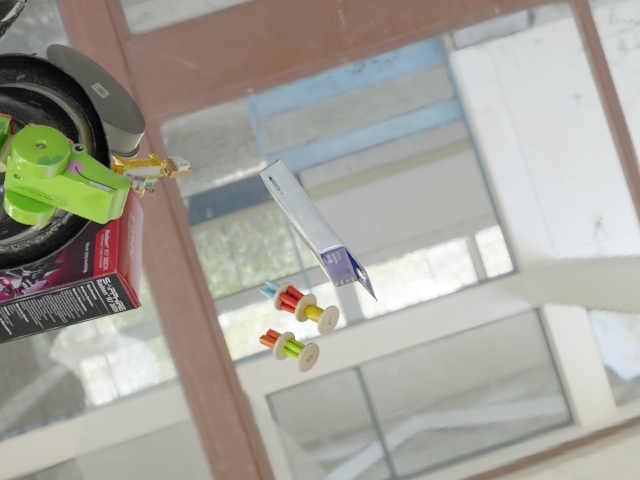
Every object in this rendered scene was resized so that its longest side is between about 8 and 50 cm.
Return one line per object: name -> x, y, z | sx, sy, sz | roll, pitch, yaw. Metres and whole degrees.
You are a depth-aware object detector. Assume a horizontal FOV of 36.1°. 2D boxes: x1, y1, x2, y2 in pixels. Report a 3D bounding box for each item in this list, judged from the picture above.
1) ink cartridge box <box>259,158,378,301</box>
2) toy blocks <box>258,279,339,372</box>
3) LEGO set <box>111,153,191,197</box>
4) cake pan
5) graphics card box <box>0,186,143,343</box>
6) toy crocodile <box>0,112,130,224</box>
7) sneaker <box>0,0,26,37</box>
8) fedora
ink cartridge box -> 0.000, 0.000, 1.541 | 0.045, 0.224, 0.223 | -36, 162, -3
toy blocks -> -0.057, 0.135, 1.621 | 0.148, 0.123, 0.054 | 25, 172, 34
LEGO set -> -0.356, -0.088, 1.859 | 0.132, 0.107, 0.287 | 19, -156, 8
cake pan -> -0.469, -0.290, 1.998 | 0.054, 0.293, 0.293 | -43, 174, 16
graphics card box -> -0.467, 0.044, 1.534 | 0.371, 0.094, 0.232 | -15, -137, 6
toy crocodile -> -0.391, -0.108, 1.165 | 0.341, 0.105, 0.115 | 18, 138, -4
sneaker -> -0.617, -0.453, 1.812 | 0.107, 0.124, 0.283 | -42, -153, 19
fedora -> -0.463, -0.106, 1.339 | 0.334, 0.334, 0.152 | -18, 180, 9
